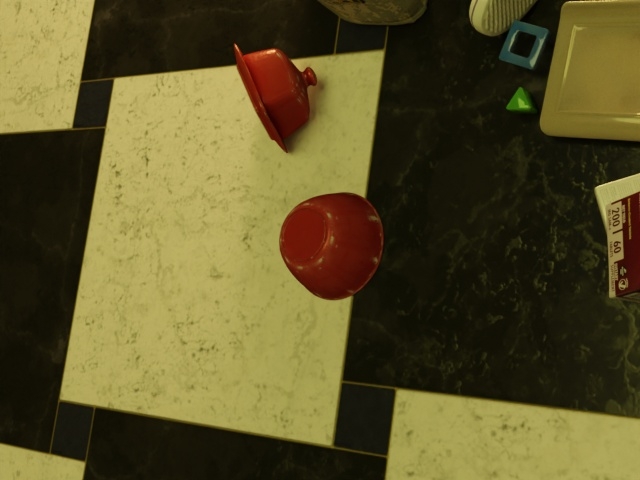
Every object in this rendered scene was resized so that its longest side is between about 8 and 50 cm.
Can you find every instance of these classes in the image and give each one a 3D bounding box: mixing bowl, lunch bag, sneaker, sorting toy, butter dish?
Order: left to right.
[{"bbox_3d":[-0.062,-0.259,1.768,0.118,0.160,0.160,-25,62,3],"label":"butter dish"},{"bbox_3d":[0.000,0.000,1.669,0.181,0.098,0.181,-10,73,35],"label":"mixing bowl"},{"bbox_3d":[0.029,-0.475,1.679,0.169,0.235,0.287,-46,56,12],"label":"lunch bag"},{"bbox_3d":[0.273,-0.447,1.588,0.161,0.102,0.282,24,83,41],"label":"sneaker"},{"bbox_3d":[0.414,-0.237,1.459,0.348,0.047,0.196,8,88,38],"label":"sorting toy"}]

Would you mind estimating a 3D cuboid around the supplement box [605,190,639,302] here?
[{"bbox_3d":[0.448,-0.010,1.238,0.239,0.073,0.130,-30,54,59],"label":"supplement box"}]

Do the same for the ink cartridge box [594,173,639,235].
[{"bbox_3d":[0.471,-0.028,1.379,0.179,0.045,0.145,-16,68,13],"label":"ink cartridge box"}]
